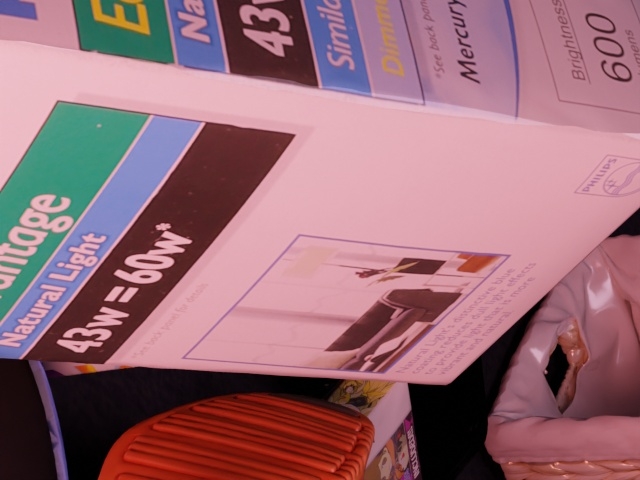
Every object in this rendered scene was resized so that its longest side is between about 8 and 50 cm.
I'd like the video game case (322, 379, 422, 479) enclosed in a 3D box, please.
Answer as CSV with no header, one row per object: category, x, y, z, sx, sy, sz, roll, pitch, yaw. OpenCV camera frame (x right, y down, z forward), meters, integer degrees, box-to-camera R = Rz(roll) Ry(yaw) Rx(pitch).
video game case,0.002,0.228,1.289,0.210,0.042,0.232,-45,138,-40

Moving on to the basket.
basket,0.368,0.168,1.777,0.328,0.331,0.266,-56,132,-51

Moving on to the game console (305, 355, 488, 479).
game console,0.011,0.149,1.357,0.361,0.044,0.213,-44,136,-43

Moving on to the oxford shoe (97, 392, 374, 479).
oxford shoe,-0.071,0.192,1.079,0.364,0.130,0.132,-40,138,-57

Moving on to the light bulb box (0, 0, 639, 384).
light bulb box,-0.073,-0.140,0.941,0.361,0.225,0.358,6,54,-32

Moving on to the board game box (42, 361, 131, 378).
board game box,-0.115,-0.073,1.165,0.142,0.144,0.275,56,38,-38

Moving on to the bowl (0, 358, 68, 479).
bowl,-0.251,0.135,0.928,0.391,0.077,0.391,26,60,-56
